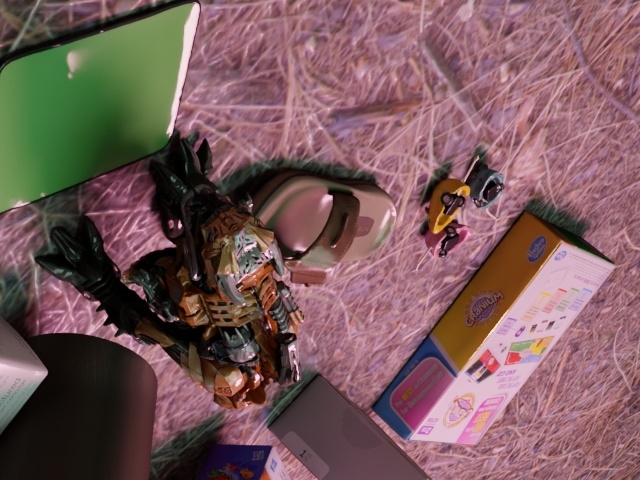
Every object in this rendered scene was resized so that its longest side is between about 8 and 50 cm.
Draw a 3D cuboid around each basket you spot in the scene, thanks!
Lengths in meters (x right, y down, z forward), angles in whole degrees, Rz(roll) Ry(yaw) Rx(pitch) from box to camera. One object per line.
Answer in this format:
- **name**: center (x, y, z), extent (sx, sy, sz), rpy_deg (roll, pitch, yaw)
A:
- **basket**: center (-0.206, 0.200, 1.235), extent (0.204, 0.154, 0.226), rpy_deg (123, -22, -52)

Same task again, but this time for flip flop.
- **flip flop**: center (0.000, 0.000, 1.475), extent (0.277, 0.080, 0.112), rpy_deg (-2, 128, -57)

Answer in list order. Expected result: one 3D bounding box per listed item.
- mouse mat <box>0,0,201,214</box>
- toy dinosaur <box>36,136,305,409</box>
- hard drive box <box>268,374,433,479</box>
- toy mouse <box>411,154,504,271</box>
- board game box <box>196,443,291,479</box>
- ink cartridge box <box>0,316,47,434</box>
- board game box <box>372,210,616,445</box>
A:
- **mouse mat**: center (-0.171, -0.097, 1.162), extent (0.190, 0.007, 0.152), rpy_deg (-25, 146, -39)
- **toy dinosaur**: center (-0.094, 0.056, 1.246), extent (0.164, 0.218, 0.322), rpy_deg (-27, 149, -38)
- **hard drive box**: center (0.061, 0.271, 1.829), extent (0.089, 0.181, 0.232), rpy_deg (-46, 153, -3)
- **toy mouse**: center (0.156, -0.034, 1.727), extent (0.143, 0.031, 0.161), rpy_deg (-2, 129, -56)
- **board game box**: center (-0.063, 0.422, 1.692), extent (0.347, 0.078, 0.233), rpy_deg (67, 33, -36)
- **ink cartridge box**: center (-0.322, 0.111, 1.116), extent (0.158, 0.092, 0.218), rpy_deg (-52, 152, 6)
- **board game box**: center (0.228, 0.122, 2.016), extent (0.316, 0.064, 0.242), rpy_deg (-53, 154, 9)
